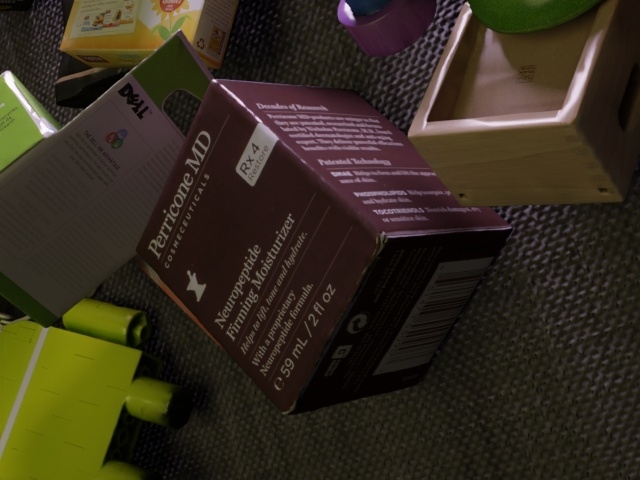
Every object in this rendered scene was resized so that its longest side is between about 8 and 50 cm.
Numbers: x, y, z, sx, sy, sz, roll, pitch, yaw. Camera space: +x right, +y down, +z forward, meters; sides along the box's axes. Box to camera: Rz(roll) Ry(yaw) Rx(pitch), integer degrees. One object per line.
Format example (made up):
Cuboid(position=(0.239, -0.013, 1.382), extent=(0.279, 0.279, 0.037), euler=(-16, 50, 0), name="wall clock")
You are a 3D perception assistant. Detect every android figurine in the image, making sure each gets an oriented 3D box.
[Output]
Cuboid(position=(-0.256, 0.175, 1.159), extent=(0.272, 0.056, 0.248), euler=(8, 74, 30), name="android figurine")

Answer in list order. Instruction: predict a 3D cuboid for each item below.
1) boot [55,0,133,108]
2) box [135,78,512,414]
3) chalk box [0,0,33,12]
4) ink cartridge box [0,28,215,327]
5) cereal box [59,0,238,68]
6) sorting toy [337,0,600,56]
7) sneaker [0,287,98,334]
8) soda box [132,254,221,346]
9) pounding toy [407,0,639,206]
Cuboid(position=(-0.196, -0.213, 1.137), extent=(0.197, 0.076, 0.137), euler=(-9, 83, 40), name="boot")
Cuboid(position=(0.000, 0.000, 0.916), extent=(0.203, 0.167, 0.169), euler=(43, 119, 30), name="box")
Cuboid(position=(-0.381, -0.326, 1.180), extent=(0.289, 0.180, 0.179), euler=(-170, 76, -71), name="chalk box")
Cuboid(position=(-0.202, -0.069, 1.010), extent=(0.255, 0.189, 0.097), euler=(-40, 57, -4), name="ink cartridge box")
Cuboid(position=(-0.130, -0.271, 1.042), extent=(0.173, 0.047, 0.240), euler=(8, 79, 40), name="cereal box")
Cuboid(position=(0.148, -0.224, 0.746), extent=(0.365, 0.126, 0.127), euler=(-13, 47, 32), name="sorting toy")
Cuboid(position=(-0.323, 0.066, 1.254), extent=(0.192, 0.086, 0.064), euler=(-30, 74, 39), name="sneaker")
Cuboid(position=(-0.111, 0.023, 1.086), extent=(0.183, 0.058, 0.063), euler=(40, 117, 31), name="soda box")
Cuboid(position=(0.192, -0.117, 0.787), extent=(0.206, 0.094, 0.181), euler=(0, 55, 41), name="pounding toy")
